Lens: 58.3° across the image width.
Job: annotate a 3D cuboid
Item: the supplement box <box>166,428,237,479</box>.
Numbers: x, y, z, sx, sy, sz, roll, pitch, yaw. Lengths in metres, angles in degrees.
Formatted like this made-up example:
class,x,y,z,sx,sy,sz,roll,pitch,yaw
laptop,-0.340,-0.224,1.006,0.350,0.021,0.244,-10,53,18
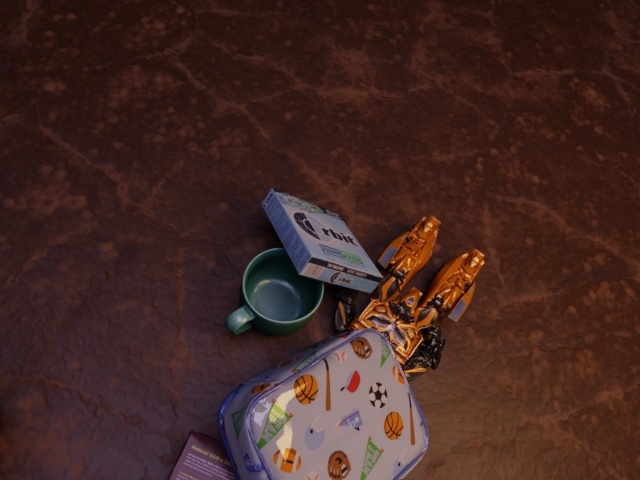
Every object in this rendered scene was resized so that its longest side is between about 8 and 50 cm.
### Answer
class,x,y,z,sx,sy,sz,roll,pitch,yaw
supplement box,-0.173,0.397,0.775,0.130,0.073,0.239,26,61,-2

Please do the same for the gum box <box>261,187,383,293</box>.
class,x,y,z,sx,sy,sz,roll,pitch,yaw
gum box,0.000,0.000,0.953,0.157,0.041,0.184,18,29,-39

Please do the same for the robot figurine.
class,x,y,z,sx,sy,sz,roll,pitch,yaw
robot figurine,0.156,0.098,0.998,0.211,0.085,0.291,37,61,7

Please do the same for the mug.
class,x,y,z,sx,sy,sz,roll,pitch,yaw
mug,-0.081,0.090,0.936,0.158,0.097,0.129,-2,65,-14

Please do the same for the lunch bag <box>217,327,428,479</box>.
class,x,y,z,sx,sy,sz,roll,pitch,yaw
lunch bag,0.010,0.277,0.807,0.303,0.115,0.243,-23,91,-40
